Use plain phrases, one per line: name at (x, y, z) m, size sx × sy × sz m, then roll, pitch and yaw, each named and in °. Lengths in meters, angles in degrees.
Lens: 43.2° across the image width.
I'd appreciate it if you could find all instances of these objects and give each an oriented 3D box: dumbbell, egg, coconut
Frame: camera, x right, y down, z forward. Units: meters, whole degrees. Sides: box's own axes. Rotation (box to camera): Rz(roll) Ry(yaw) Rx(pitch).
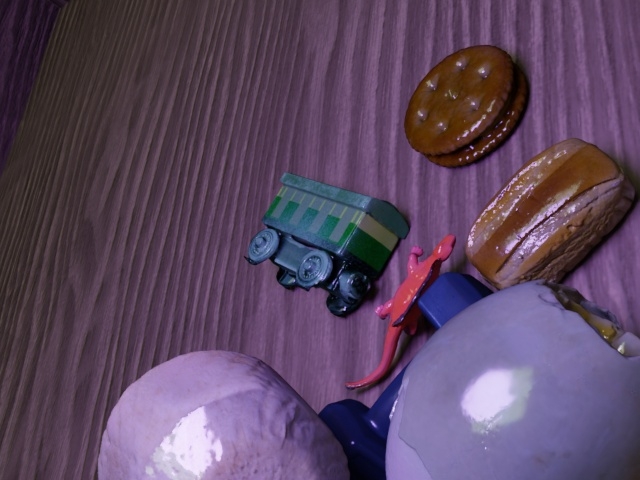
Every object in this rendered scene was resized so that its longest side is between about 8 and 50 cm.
dumbbell at (0.132, 0.197, 1.100) m, size 0.144 × 0.160 × 0.324 m, roll 43°, pitch 101°, yaw 21°
egg at (0.215, 0.212, 0.889) m, size 0.336 × 0.278 × 0.278 m, roll -50°, pitch 38°, yaw 12°
coconut at (-0.124, 0.281, 0.988) m, size 0.329 × 0.329 × 0.328 m, roll -27°, pitch 47°, yaw 34°

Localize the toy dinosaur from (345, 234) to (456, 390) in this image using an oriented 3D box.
toy dinosaur at (0.120, 0.113, 1.177) m, size 0.286 × 0.070 × 0.139 m, roll -59°, pitch 1°, yaw 2°

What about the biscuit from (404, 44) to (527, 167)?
biscuit at (0.237, -0.225, 1.339) m, size 0.221 × 0.066 × 0.220 m, roll -30°, pitch 42°, yaw 32°

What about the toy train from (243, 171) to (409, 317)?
toy train at (0.000, 0.000, 1.402) m, size 0.301 × 0.120 × 0.202 m, roll 21°, pitch 78°, yaw 52°

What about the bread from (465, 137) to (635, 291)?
bread at (0.303, -0.029, 1.099) m, size 0.236 × 0.106 × 0.140 m, roll -48°, pitch 41°, yaw 13°
